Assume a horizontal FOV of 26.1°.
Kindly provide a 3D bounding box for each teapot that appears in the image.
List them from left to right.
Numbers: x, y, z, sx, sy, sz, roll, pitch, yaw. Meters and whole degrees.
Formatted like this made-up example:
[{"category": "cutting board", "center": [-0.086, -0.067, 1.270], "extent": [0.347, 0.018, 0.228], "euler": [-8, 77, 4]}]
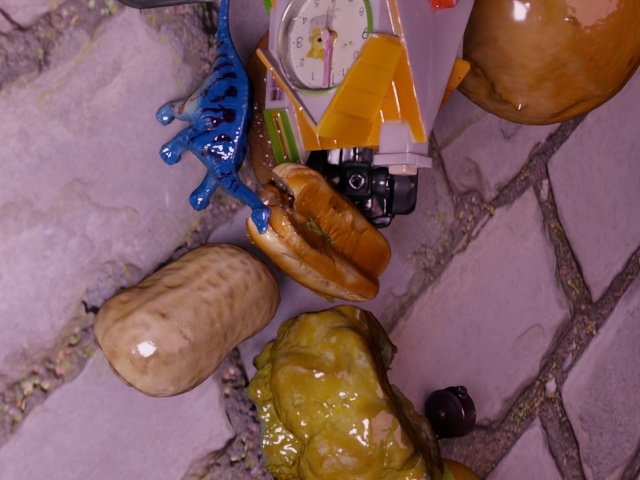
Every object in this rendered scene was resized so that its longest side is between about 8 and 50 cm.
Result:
[{"category": "teapot", "center": [0.165, 0.229, 1.808], "extent": [0.045, 0.068, 0.100], "euler": [-2, 125, -46]}]

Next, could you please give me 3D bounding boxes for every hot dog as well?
[{"category": "hot dog", "center": [0.000, 0.000, 1.490], "extent": [0.269, 0.072, 0.109], "euler": [42, 67, -56]}]

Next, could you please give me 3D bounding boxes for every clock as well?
[{"category": "clock", "center": [0.041, -0.220, 1.421], "extent": [0.166, 0.235, 0.309], "euler": [7, 84, -49]}]

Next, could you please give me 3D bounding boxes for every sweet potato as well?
[{"category": "sweet potato", "center": [-0.057, -0.131, 1.545], "extent": [0.060, 0.068, 0.206], "euler": [-9, 103, -25]}]

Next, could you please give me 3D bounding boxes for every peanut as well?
[{"category": "peanut", "center": [-0.130, 0.076, 1.421], "extent": [0.122, 0.137, 0.253], "euler": [43, 46, 11]}]

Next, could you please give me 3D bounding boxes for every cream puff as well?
[{"category": "cream puff", "center": [0.019, 0.208, 1.570], "extent": [0.282, 0.185, 0.282], "euler": [60, 9, -15]}]

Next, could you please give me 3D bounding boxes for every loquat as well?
[{"category": "loquat", "center": [0.269, -0.306, 1.736], "extent": [0.328, 0.328, 0.328], "euler": [0, 90, -50]}]

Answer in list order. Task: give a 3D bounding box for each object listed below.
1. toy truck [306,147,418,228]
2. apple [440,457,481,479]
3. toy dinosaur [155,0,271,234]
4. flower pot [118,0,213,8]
[{"category": "toy truck", "center": [0.043, -0.126, 1.611], "extent": [0.165, 0.147, 0.224], "euler": [-103, -166, -87]}, {"category": "apple", "center": [0.138, 0.350, 1.735], "extent": [0.147, 0.163, 0.146], "euler": [-78, 157, -47]}, {"category": "toy dinosaur", "center": [-0.112, -0.124, 1.435], "extent": [0.076, 0.144, 0.329], "euler": [19, 52, -36]}, {"category": "flower pot", "center": [-0.190, -0.327, 1.354], "extent": [0.229, 0.108, 0.103], "euler": [53, 53, -37]}]
